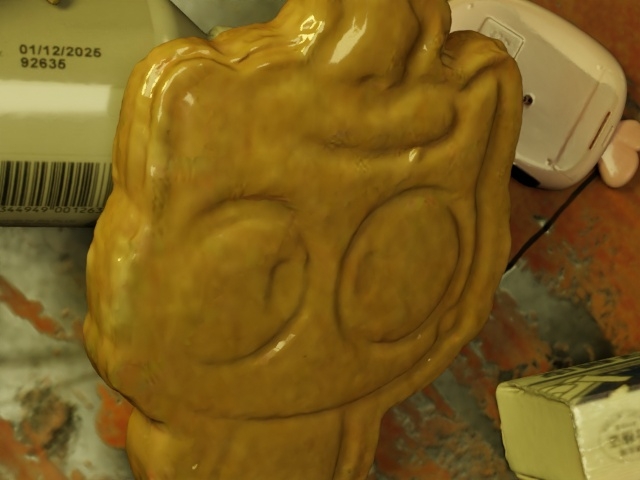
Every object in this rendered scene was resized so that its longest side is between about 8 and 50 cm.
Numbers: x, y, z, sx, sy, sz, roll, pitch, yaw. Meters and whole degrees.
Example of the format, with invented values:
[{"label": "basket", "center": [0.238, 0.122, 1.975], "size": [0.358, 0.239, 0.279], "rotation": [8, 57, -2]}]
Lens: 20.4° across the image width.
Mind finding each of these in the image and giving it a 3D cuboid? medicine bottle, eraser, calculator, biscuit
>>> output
[{"label": "medicine bottle", "center": [-0.126, -0.074, 0.975], "size": [0.215, 0.135, 0.135], "rotation": [1, 90, -18]}, {"label": "eraser", "center": [0.226, 0.099, 1.081], "size": [0.210, 0.124, 0.068], "rotation": [-12, 92, -15]}, {"label": "calculator", "center": [0.134, -0.090, 1.106], "size": [0.166, 0.024, 0.103], "rotation": [30, 82, -13]}, {"label": "biscuit", "center": [0.002, 0.002, 0.979], "size": [0.269, 0.051, 0.376], "rotation": [-3, 115, -35]}]

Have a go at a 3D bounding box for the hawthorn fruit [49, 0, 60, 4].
[{"label": "hawthorn fruit", "center": [-0.052, -0.228, 0.971], "size": [0.285, 0.165, 0.165], "rotation": [-31, 99, -26]}]
